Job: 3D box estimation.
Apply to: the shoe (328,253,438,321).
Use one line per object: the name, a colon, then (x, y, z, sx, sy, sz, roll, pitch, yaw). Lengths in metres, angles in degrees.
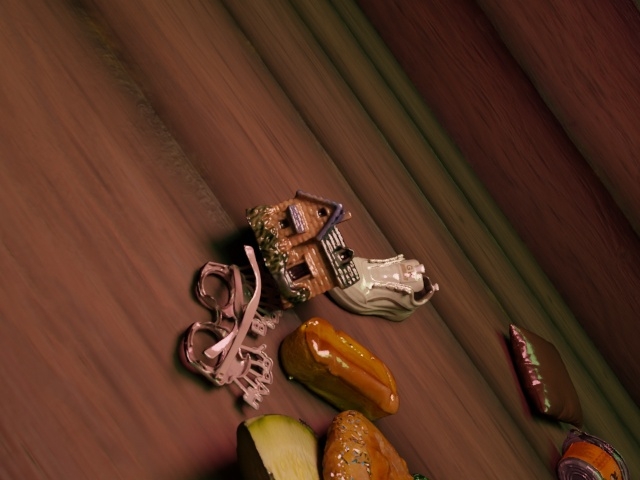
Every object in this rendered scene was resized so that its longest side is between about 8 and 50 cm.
shoe: (0.152, 0.090, 0.914, 0.316, 0.159, 0.124, 24, 45, -42)

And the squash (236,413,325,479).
squash: (-0.010, 0.313, 0.522, 0.154, 0.204, 0.237, -17, 76, -32)

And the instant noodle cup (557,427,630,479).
instant noodle cup: (0.779, 0.677, 1.192, 0.125, 0.178, 0.208, -8, 47, -39)

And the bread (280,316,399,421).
bread: (0.044, 0.229, 0.718, 0.245, 0.094, 0.102, 41, 31, -20)

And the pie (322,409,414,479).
pie: (0.091, 0.372, 0.602, 0.273, 0.069, 0.273, 50, 5, -6)

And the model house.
model house: (-0.013, 0.006, 0.719, 0.166, 0.172, 0.183, 121, -51, -88)

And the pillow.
pillow: (0.764, 0.462, 1.396, 0.305, 0.108, 0.308, 27, 43, -34)

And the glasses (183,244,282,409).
glasses: (-0.106, 0.115, 0.628, 0.162, 0.095, 0.256, 41, 37, -37)

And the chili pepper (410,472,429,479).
chili pepper: (0.167, 0.450, 0.728, 0.117, 0.035, 0.056, -5, 67, -52)
